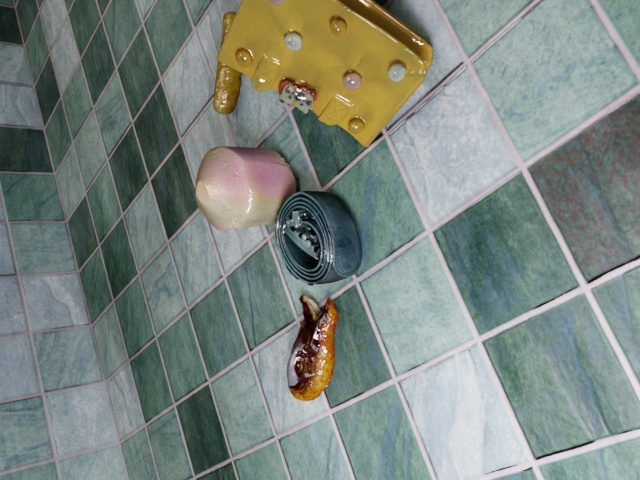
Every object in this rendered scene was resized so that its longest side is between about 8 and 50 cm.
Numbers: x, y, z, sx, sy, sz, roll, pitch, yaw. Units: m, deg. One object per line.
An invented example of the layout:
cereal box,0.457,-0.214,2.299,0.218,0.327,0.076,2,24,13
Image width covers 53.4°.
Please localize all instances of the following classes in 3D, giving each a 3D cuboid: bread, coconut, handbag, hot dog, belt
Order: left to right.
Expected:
hot dog,-0.258,-0.503,1.814,0.061,0.087,0.286,15,106,40
coconut,-0.213,-0.132,1.662,0.233,0.245,0.233,7,100,49
bread,-0.014,0.271,1.591,0.139,0.095,0.269,9,85,45
belt,0.000,0.000,1.535,0.267,0.116,0.206,52,130,36
handbag,0.008,-0.380,1.327,0.283,0.401,0.133,-46,20,46
